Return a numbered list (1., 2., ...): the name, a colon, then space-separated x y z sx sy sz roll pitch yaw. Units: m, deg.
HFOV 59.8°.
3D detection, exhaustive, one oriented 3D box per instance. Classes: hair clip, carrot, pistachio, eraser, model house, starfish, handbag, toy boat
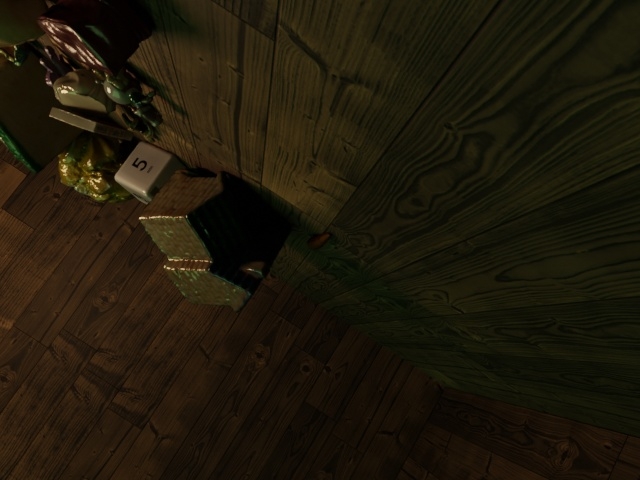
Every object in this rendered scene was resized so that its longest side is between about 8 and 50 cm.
1. hair clip: -0.786 -0.489 1.770 0.090 0.137 0.278 -4 153 29
2. carrot: -0.552 -0.427 1.593 0.049 0.049 0.254 24 169 37
3. pistachio: -0.762 -0.556 1.257 0.308 0.230 0.230 38 167 -7
4. eraser: -0.727 -0.372 1.785 0.157 0.038 0.230 20 -174 7
5. model house: -0.325 -0.025 1.974 0.399 0.395 0.446 3 135 35
6. starfish: -0.640 -0.386 1.947 0.150 0.053 0.209 46 164 -33
7. handbag: -0.453 -0.431 1.115 0.225 0.135 0.146 28 168 41
8. toy boat: -1.051 -0.659 1.786 0.292 0.099 0.109 28 138 11
9. carrot: 0.000 0.000 1.875 0.048 0.048 0.216 35 163 -10
10. model house: -1.108 -0.510 2.021 0.342 0.335 0.382 23 155 31

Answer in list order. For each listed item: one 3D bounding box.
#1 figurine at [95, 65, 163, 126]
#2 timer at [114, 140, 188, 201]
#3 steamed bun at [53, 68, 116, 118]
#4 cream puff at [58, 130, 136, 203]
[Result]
1. figurine: -0.497 -0.391 1.486 0.197 0.093 0.147 33 -167 -40
2. timer: -0.637 -0.240 2.164 0.194 0.194 0.192 26 166 29
3. steamed bun: -0.704 -0.451 1.686 0.182 0.106 0.183 10 166 3
4. cream puff: -0.872 -0.335 2.255 0.378 0.276 0.378 24 -150 -14
